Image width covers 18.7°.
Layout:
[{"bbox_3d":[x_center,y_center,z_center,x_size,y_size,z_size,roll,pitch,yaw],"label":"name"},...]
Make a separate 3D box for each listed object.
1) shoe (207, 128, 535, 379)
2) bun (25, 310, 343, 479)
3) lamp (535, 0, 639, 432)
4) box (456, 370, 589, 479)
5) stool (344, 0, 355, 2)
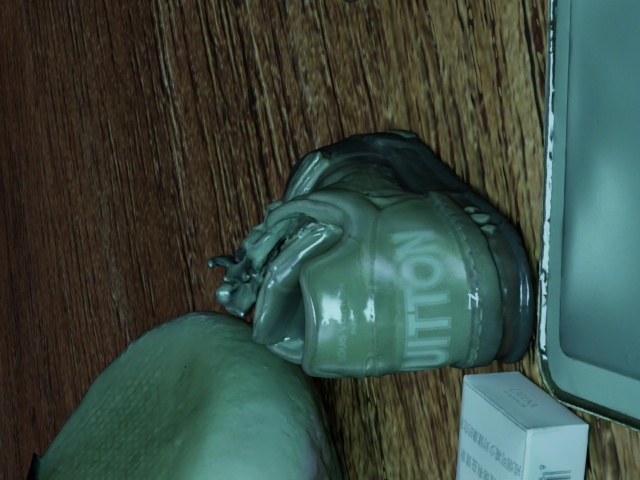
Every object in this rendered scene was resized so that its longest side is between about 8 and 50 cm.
[{"bbox_3d":[-0.001,0.003,1.101,0.293,0.149,0.109,-147,56,-65],"label":"shoe"},{"bbox_3d":[-0.077,0.200,1.287,0.293,0.187,0.293,-38,33,30],"label":"bun"},{"bbox_3d":[0.162,-0.046,0.784,0.269,0.047,0.267,-163,72,-70],"label":"lamp"},{"bbox_3d":[0.098,0.153,0.996,0.084,0.040,0.154,-145,55,-63],"label":"box"},{"bbox_3d":[0.028,-0.230,1.058,0.121,0.125,0.217,47,119,37],"label":"stool"}]
